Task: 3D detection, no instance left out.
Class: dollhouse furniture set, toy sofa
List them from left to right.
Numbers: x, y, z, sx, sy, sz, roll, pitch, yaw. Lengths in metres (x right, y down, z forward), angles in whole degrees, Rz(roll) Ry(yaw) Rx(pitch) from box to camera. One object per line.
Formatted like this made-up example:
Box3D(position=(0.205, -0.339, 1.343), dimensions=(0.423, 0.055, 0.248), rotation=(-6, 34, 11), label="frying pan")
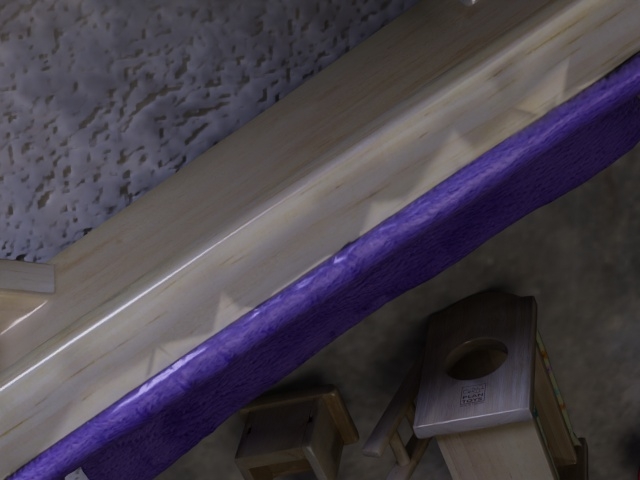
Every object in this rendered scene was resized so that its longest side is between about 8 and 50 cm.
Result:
Box3D(position=(0.000, 0.000, 0.541), dimensions=(0.363, 0.150, 0.177), rotation=(-34, 116, 2), label="toy sofa")
Box3D(position=(0.064, 0.139, 0.674), dimensions=(0.161, 0.101, 0.182), rotation=(-13, 120, 19), label="dollhouse furniture set")

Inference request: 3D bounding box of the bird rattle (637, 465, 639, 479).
Box3D(position=(0.298, 0.080, 0.697), dimensions=(0.254, 0.143, 0.206), rotation=(-14, 106, 7), label="bird rattle")
